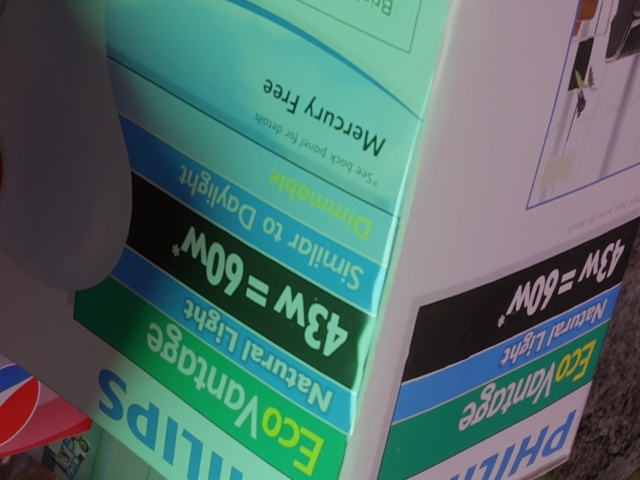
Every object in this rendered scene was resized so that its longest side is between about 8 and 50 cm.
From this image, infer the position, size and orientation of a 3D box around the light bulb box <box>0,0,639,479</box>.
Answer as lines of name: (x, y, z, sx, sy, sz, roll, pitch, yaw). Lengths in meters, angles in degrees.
light bulb box: (-0.023, -0.080, 0.928, 0.225, 0.358, 0.361, -18, 129, -45)

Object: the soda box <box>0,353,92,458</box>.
soda box: (-0.242, 0.083, 1.006, 0.263, 0.092, 0.083, -13, 127, -50)

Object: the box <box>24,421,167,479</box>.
box: (-0.118, 0.101, 1.107, 0.038, 0.186, 0.145, -13, 125, -50)
